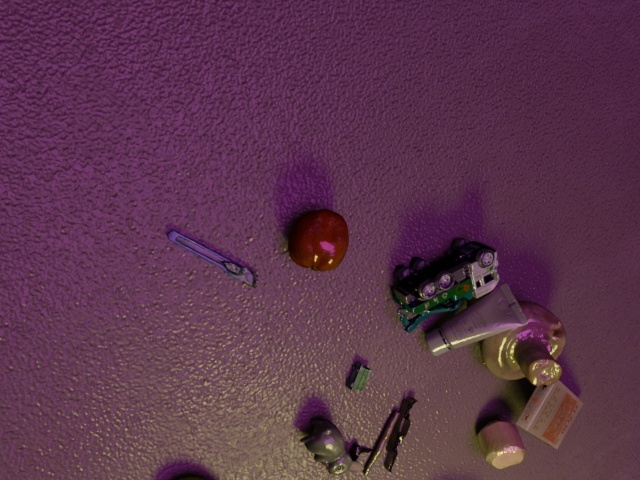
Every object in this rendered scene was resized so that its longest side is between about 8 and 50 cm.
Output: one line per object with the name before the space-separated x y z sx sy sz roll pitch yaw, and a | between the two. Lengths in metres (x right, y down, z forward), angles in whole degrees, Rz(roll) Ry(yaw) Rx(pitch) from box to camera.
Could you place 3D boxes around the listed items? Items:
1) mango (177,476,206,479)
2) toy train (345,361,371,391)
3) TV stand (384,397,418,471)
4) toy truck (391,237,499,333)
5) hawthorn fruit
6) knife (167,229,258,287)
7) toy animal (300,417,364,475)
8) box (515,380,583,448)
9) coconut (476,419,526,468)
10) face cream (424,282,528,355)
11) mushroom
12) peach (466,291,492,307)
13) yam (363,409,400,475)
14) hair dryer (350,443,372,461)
mango | -0.327 0.801 1.656 0.175 0.143 0.293 -33 98 -7
toy train | 0.120 0.433 1.827 0.056 0.038 0.093 24 88 -29
TV stand | 0.261 0.639 1.909 0.042 0.036 0.249 19 91 -24
toy truck | 0.388 0.133 1.824 0.364 0.176 0.177 -28 115 -15
hawthorn fruit | 0.000 0.000 1.647 0.189 0.189 0.189 -3 99 -21
knife | -0.294 0.054 1.618 0.297 0.026 0.044 30 98 -23
toy animal | 0.044 0.656 1.776 0.236 0.138 0.108 53 50 -9
box | 0.814 0.607 2.038 0.365 0.051 0.204 37 83 -45
coconut | 0.620 0.692 1.997 0.147 0.152 0.147 -5 129 -7
face cream | 0.485 0.268 1.849 0.315 0.089 0.143 -30 72 15
mushroom | 0.684 0.358 1.886 0.293 0.290 0.292 -6 116 -12
peach | 0.531 0.205 1.921 0.101 0.101 0.100 -3 99 -21
yam | 0.201 0.665 1.895 0.029 0.027 0.234 29 87 -26
hair dryer | 0.133 0.696 1.877 0.083 0.031 0.078 7 106 -30
